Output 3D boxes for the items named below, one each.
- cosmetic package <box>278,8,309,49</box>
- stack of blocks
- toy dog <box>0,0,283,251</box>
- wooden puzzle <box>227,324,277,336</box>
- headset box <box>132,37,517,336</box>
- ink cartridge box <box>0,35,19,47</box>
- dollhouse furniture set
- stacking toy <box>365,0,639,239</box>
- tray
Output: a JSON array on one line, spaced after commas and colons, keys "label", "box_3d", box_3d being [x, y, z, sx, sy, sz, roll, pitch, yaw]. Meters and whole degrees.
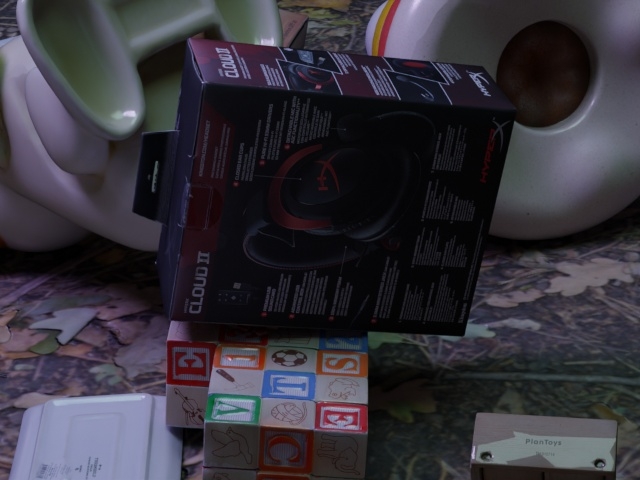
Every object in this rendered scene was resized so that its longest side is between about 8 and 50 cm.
[{"label": "cosmetic package", "box_3d": [-0.178, -0.239, 2.069, 0.296, 0.129, 0.153, 13, 28, 5]}, {"label": "stack of blocks", "box_3d": [-0.046, 0.117, 1.405, 0.171, 0.087, 0.297, 3, 25, 0]}, {"label": "toy dog", "box_3d": [-0.225, -0.114, 1.670, 0.408, 0.395, 0.284, -13, 23, 50]}, {"label": "wooden puzzle", "box_3d": [-0.068, 0.060, 1.410, 0.083, 0.006, 0.049, 17, 29, 28]}, {"label": "headset box", "box_3d": [-0.008, -0.043, 1.377, 0.293, 0.218, 0.110, 3, 26, -14]}, {"label": "ink cartridge box", "box_3d": [-0.442, -0.204, 2.179, 0.232, 0.066, 0.189, -19, 30, -39]}, {"label": "dollhouse furniture set", "box_3d": [0.145, 0.262, 1.099, 0.212, 0.161, 0.242, 3, 48, 12]}, {"label": "stacking toy", "box_3d": [0.177, -0.209, 1.883, 0.351, 0.350, 0.480, -10, 14, -14]}, {"label": "tray", "box_3d": [-0.189, 0.195, 1.345, 0.145, 0.030, 0.270, -4, 26, -1]}]
